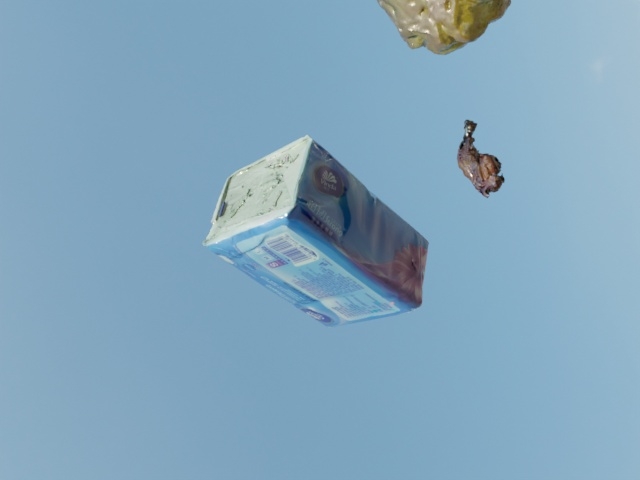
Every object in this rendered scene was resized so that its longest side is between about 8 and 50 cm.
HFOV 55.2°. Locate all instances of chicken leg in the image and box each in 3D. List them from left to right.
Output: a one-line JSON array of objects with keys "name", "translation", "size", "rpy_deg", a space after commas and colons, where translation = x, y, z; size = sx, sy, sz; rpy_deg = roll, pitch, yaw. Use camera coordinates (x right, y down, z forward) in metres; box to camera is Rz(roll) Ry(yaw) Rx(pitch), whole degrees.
[{"name": "chicken leg", "translation": [0.138, -0.071, 0.547], "size": [0.021, 0.036, 0.083], "rpy_deg": [9, -134, -27]}]

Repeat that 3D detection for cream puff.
[{"name": "cream puff", "translation": [0.202, -0.425, 0.997], "size": [0.196, 0.244, 0.244], "rpy_deg": [-36, -75, -2]}]

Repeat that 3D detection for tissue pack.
[{"name": "tissue pack", "translation": [0.000, 0.000, 0.878], "size": [0.263, 0.198, 0.146], "rpy_deg": [36, -127, -32]}]
